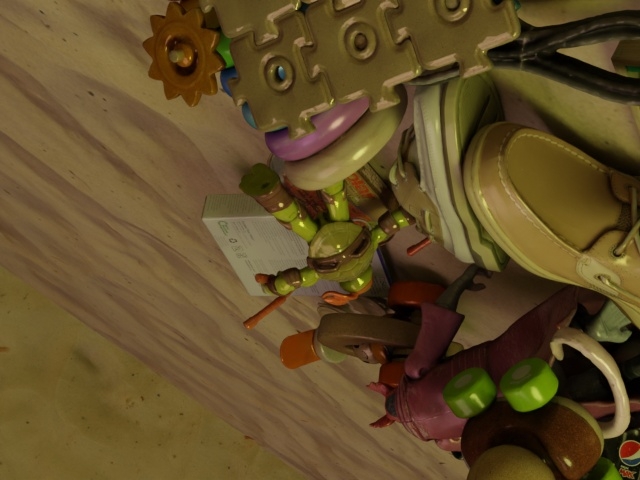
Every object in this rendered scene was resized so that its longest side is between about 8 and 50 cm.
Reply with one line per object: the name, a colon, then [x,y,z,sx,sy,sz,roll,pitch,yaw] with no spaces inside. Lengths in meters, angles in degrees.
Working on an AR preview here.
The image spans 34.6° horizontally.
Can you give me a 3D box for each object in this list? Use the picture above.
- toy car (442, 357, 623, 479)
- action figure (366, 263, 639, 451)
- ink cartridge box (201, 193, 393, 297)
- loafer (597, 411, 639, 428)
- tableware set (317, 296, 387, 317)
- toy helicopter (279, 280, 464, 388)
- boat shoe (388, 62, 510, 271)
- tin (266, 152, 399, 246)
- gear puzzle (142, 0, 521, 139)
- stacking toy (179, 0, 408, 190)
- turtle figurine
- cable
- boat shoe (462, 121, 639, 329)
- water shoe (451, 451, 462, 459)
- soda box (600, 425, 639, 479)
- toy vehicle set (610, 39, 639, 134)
toy car: [0.168,0.231,0.960,0.149,0.188,0.155,-20,110,50]
action figure: [0.203,0.176,1.148,0.370,0.276,0.248,-22,105,30]
ink cartridge box: [-0.020,0.009,1.378,0.224,0.045,0.223,1,150,15]
loafer: [0.357,0.235,1.391,0.109,0.095,0.302,3,171,-18]
tableware set: [0.048,0.106,1.581,0.141,0.020,0.169,19,155,23]
toy helicopter: [0.096,0.163,1.469,0.235,0.140,0.355,0,163,23]
boat shoe: [0.118,-0.062,0.979,0.103,0.113,0.302,14,155,24]
tin: [0.018,-0.060,1.184,0.106,0.040,0.190,-10,137,37]
gear puzzle: [-0.008,-0.174,0.791,0.339,0.044,0.175,-16,96,36]
stacking toy: [-0.071,-0.203,0.918,0.330,0.141,0.141,47,155,-21]
turtle figurine: [0.000,0.000,1.124,0.217,0.269,0.087,57,-168,-37]
cable: [0.127,-0.146,0.769,0.287,0.072,0.139,33,129,28]
boat shoe: [0.274,-0.006,0.902,0.341,0.122,0.110,29,160,-25]
water shoe: [0.255,0.343,1.747,0.203,0.080,0.073,38,158,-18]
soda box: [0.311,0.242,1.140,0.169,0.060,0.053,121,135,-73]
toy vehicle set: [0.356,-0.080,0.726,0.267,0.035,0.166,11,152,41]
